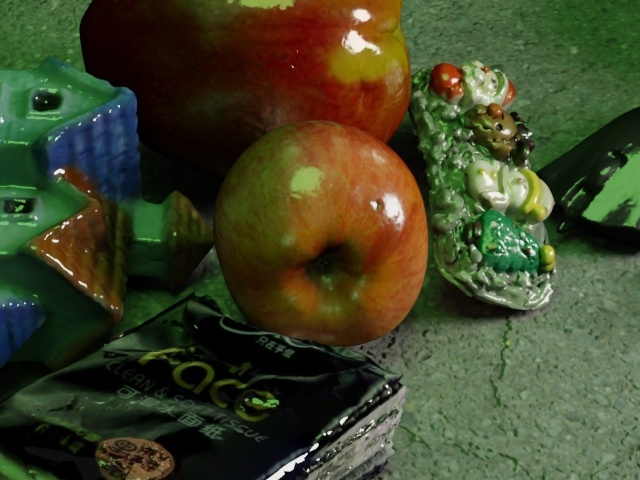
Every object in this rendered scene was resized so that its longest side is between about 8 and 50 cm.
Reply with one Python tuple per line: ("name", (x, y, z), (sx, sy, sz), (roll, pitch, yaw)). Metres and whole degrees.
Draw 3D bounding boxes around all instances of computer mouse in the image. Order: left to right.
("computer mouse", (0.329, -0.084, 1.953), (0.264, 0.088, 0.147), (-35, 49, -28))

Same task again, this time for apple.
("apple", (0.000, 0.000, 1.779), (0.209, 0.209, 0.164), (-7, 28, -5))

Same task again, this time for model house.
("model house", (-0.260, -0.020, 1.795), (0.329, 0.252, 0.295), (4, 38, -2))

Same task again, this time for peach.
("peach", (-0.072, -0.191, 1.933), (0.332, 0.308, 0.308), (5, 42, 9))

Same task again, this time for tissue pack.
("tissue pack", (-0.110, 0.159, 1.614), (0.245, 0.123, 0.332), (26, 31, 26))

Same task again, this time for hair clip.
("hair clip", (0.163, -0.077, 1.914), (0.138, 0.091, 0.321), (17, 38, -24))
